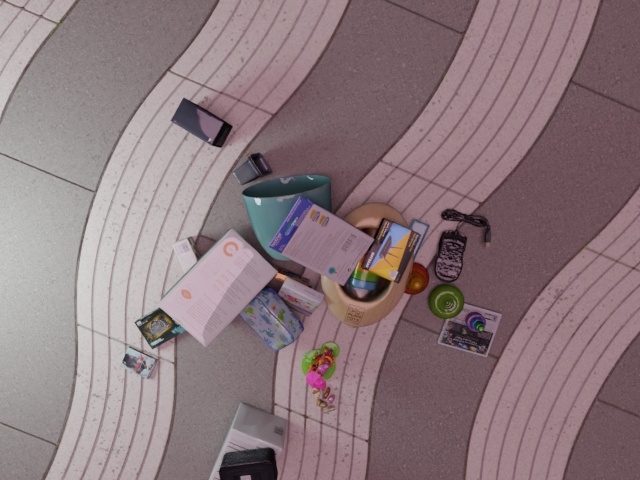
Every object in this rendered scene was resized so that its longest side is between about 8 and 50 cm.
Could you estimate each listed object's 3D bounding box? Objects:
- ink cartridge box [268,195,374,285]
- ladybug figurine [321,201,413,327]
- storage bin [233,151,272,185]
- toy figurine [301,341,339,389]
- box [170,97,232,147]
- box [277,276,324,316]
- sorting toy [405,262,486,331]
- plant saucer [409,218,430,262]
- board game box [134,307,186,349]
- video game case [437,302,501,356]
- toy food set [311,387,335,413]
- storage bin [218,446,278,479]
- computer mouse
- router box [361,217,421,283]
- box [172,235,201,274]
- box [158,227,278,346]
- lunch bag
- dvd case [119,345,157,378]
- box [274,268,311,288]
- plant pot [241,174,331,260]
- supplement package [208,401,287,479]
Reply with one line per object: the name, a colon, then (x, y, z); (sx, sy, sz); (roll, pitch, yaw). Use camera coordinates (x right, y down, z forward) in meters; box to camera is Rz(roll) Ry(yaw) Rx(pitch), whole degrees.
ink cartridge box: (0.000, 0.000, 1.530); (0.311, 0.065, 0.185); (28, 99, -33)
ladybug figurine: (0.156, 0.085, 1.718); (0.306, 0.162, 0.448); (16, 98, -2)
storage bin: (-0.241, -0.246, 1.698); (0.091, 0.135, 0.098); (-31, 97, 15)
toy figurine: (0.005, 0.464, 1.778); (0.130, 0.159, 0.173); (38, 97, -4)
box: (-0.395, -0.393, 1.661); (0.156, 0.158, 0.093); (31, 98, -4)
box: (-0.077, 0.202, 1.736); (0.145, 0.186, 0.038); (27, 62, -3)
sorting toy: (0.433, 0.215, 1.730); (0.366, 0.126, 0.127); (34, 97, -1)
plant saucer: (0.326, 0.019, 1.778); (0.067, 0.018, 0.191); (22, 99, -2)
board game box: (-0.579, 0.309, 1.834); (0.186, 0.026, 0.126); (-29, 97, 5)
video game case: (0.549, 0.324, 1.817); (0.191, 0.022, 0.173); (16, 98, -2)
toy food set: (0.014, 0.589, 1.869); (0.078, 0.019, 0.122); (-17, 90, 3)
storage bin: (-0.241, 0.786, 1.666); (0.180, 0.084, 0.121); (-8, 99, 0)
computer mouse: (0.505, 0.026, 1.757); (0.184, 0.060, 0.261); (7, 87, 4)
router box: (0.229, 0.032, 1.604); (0.133, 0.046, 0.178); (23, 97, -3)
box: (-0.439, 0.144, 1.788); (0.067, 0.063, 0.323); (-22, 97, 4)
box: (-0.348, 0.152, 1.686); (0.215, 0.168, 0.345); (45, 82, -11)
lunch bag: (-0.180, 0.282, 1.761); (0.219, 0.090, 0.176); (48, 134, -4)
dvd case: (-0.688, 0.463, 1.866); (0.120, 0.013, 0.087); (26, 98, -4)
box: (-0.093, 0.141, 1.772); (0.136, 0.081, 0.028); (18, 98, -2)
plant pot: (-0.095, -0.071, 1.648); (0.294, 0.293, 0.234); (-8, 108, 2)
supplement package: (-0.266, 0.785, 1.810); (0.198, 0.199, 0.262); (23, 98, -3)
